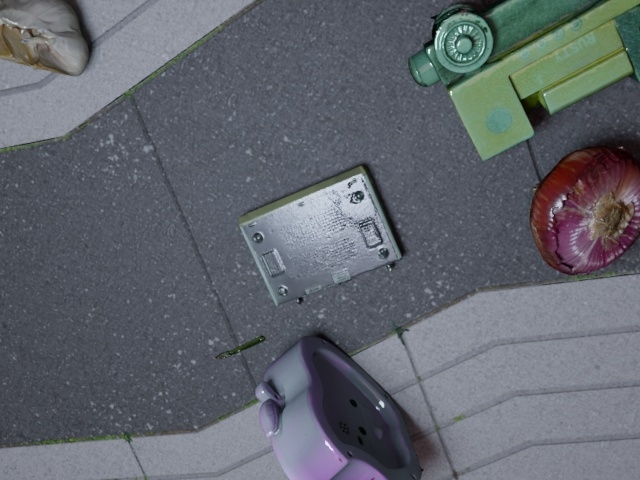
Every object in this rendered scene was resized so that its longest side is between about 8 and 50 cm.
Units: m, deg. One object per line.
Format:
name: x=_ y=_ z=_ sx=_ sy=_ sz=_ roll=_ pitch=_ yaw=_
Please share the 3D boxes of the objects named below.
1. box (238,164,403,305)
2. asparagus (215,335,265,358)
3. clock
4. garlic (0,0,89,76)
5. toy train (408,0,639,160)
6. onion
box: x=0.000 y=0.000 z=1.254 sx=0.270 sy=0.045 sz=0.211 roll=-20 pitch=99 yaw=15
asparagus: x=-0.165 y=0.221 z=1.360 sx=0.114 sy=0.014 sz=0.015 roll=-26 pitch=120 yaw=15
clock: x=0.030 y=0.327 z=1.195 sx=0.338 sy=0.338 sz=0.102 roll=45 pitch=105 yaw=-3
garlic: x=-0.519 y=-0.391 z=1.190 sx=0.229 sy=0.178 sz=0.143 roll=26 pitch=77 yaw=-17
toy train: x=0.349 y=-0.310 z=1.053 sx=0.396 sy=0.160 sz=0.253 roll=-28 pitch=107 yaw=15
onion: x=0.433 y=-0.057 z=1.109 sx=0.229 sy=0.163 sz=0.230 roll=-9 pitch=115 yaw=-19
